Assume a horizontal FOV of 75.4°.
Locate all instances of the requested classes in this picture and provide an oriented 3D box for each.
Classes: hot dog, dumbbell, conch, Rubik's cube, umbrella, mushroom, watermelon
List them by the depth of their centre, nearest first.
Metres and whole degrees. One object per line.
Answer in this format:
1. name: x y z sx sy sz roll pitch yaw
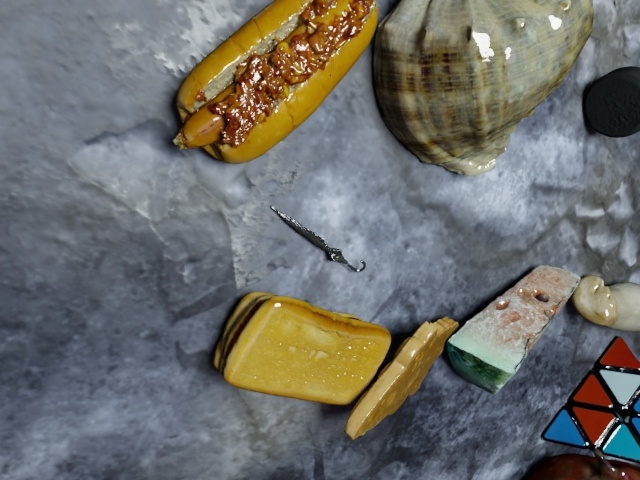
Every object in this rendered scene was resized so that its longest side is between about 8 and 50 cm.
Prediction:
1. hot dog: -0.034 -0.161 0.392 0.249 0.076 0.102 -43 123 -10
2. conch: 0.184 -0.198 0.443 0.210 0.159 0.291 -23 117 -21
3. umbrella: -0.003 0.003 0.494 0.149 0.022 0.022 31 114 -24
4. dumbbell: 0.506 -0.237 0.630 0.191 0.100 0.100 -29 117 -17
5. watermelon: 0.316 0.134 0.655 0.241 0.094 0.154 -44 140 -14
6. mushroom: 0.561 0.121 0.779 0.213 0.088 0.097 13 90 -23
7. Rubik's cube: 0.597 0.318 0.879 0.250 0.284 0.234 5 83 5

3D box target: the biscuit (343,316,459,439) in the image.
1. biscuit: 0.116 0.179 0.565 0.250 0.035 0.162 -29 135 -40

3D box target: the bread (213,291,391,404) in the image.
1. bread: -0.016 0.127 0.491 0.200 0.077 0.116 23 93 -32

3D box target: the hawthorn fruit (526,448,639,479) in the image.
1. hawthorn fruit: 0.522 0.565 0.787 0.308 0.308 0.324 27 90 -31
